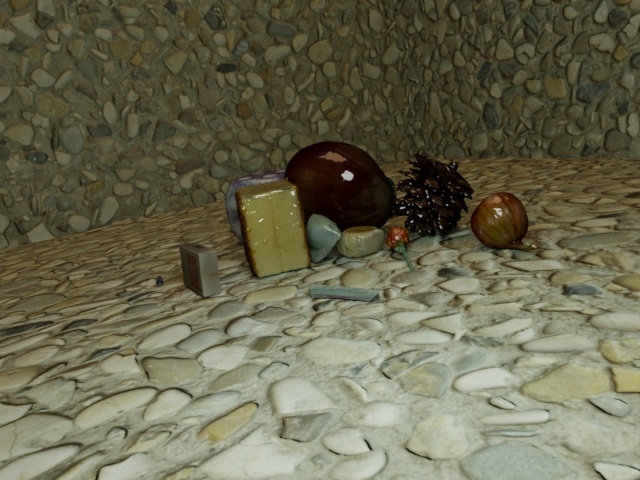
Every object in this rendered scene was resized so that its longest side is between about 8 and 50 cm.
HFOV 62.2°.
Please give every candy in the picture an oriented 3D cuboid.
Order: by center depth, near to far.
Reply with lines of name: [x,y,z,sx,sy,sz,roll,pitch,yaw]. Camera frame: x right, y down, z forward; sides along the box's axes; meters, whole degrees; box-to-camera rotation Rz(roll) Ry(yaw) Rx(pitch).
candy: [0.259,0.032,1.665,0.078,0.084,0.287,-10,23,1]

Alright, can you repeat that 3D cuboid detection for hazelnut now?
hazelnut: [0.078,-0.184,1.970,0.353,0.421,0.421,-46,25,-13]

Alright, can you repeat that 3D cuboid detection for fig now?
fig: [0.552,-0.033,1.589,0.175,0.207,0.175,-27,-17,-9]

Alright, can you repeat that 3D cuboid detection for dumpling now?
dumpling: [0.010,-0.007,1.763,0.105,0.149,0.217,-15,19,-21]

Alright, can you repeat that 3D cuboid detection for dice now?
dice: [-0.215,-0.144,2.216,0.270,0.270,0.271,-3,15,24]

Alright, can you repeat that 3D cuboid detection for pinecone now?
pinecone: [0.377,-0.155,1.855,0.242,0.295,0.298,-2,30,-27]

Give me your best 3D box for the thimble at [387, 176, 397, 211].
thimble: [0.211,-0.188,2.344,0.254,0.167,0.288,-2,16,23]

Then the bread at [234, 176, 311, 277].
bread: [-0.166,-0.048,1.781,0.207,0.278,0.279,-13,17,-11]

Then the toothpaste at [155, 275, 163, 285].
toothpaste: [-0.550,0.139,1.812,0.027,0.019,0.083,5,13,-18]

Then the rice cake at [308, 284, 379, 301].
rice cake: [0.060,0.138,1.388,0.208,0.033,0.033,1,27,32]

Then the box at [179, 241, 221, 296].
box: [-0.377,0.087,1.653,0.058,0.140,0.201,-11,14,-31]

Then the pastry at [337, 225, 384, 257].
pastry: [0.136,0.003,1.777,0.166,0.088,0.166,-10,14,2]
